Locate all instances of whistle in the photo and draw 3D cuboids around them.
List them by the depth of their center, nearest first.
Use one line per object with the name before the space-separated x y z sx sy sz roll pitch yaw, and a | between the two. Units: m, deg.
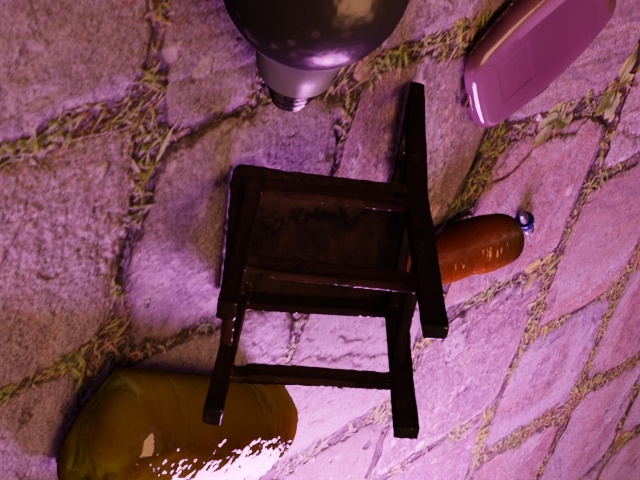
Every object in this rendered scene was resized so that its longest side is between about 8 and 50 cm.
whistle | 0.310 -0.029 2.257 0.083 0.029 0.033 51 41 -66

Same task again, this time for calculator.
calculator | 0.288 -0.265 1.941 0.294 0.043 0.194 -44 151 -13

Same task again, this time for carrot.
carrot | 0.198 0.014 2.084 0.193 0.087 0.087 -15 136 -32

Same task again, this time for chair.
chair | 0.000 0.000 1.690 0.240 0.416 0.203 4 132 -5

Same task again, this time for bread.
bread | -0.152 0.241 1.779 0.166 0.112 0.383 -59 152 10

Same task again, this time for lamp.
lamp | -0.001 -0.237 1.446 0.182 0.182 0.314 -50 172 -6
